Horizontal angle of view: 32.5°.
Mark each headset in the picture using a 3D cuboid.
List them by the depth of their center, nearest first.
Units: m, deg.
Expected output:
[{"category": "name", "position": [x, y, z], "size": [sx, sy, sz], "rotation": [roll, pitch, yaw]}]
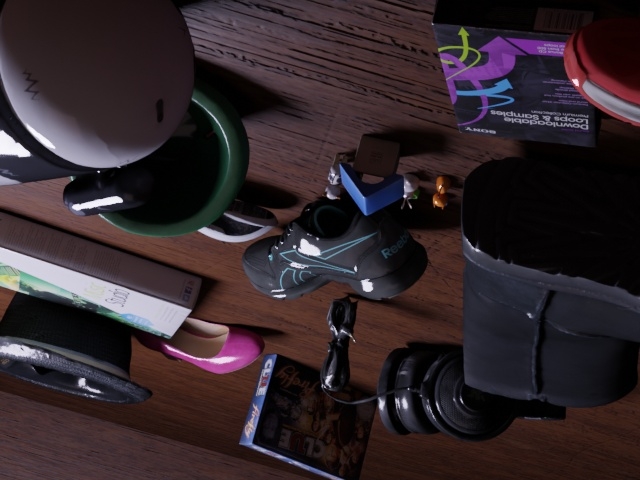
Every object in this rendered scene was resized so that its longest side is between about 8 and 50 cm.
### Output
[{"category": "headset", "position": [0.173, 0.191, 1.572], "size": [0.394, 0.185, 0.243], "rotation": [10, 170, -31]}]

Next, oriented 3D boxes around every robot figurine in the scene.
[{"category": "robot figurine", "position": [-0.225, -0.135, 0.891], "size": [0.278, 0.173, 0.209], "rotation": [-4, 156, 43]}]

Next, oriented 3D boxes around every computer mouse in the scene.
[{"category": "computer mouse", "position": [-0.144, -0.030, 1.241], "size": [0.193, 0.042, 0.106], "rotation": [15, -167, -2]}]

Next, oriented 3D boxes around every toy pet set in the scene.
[{"category": "toy pet set", "position": [0.061, -0.045, 1.064], "size": [0.122, 0.065, 0.114], "rotation": [12, 160, 9]}]

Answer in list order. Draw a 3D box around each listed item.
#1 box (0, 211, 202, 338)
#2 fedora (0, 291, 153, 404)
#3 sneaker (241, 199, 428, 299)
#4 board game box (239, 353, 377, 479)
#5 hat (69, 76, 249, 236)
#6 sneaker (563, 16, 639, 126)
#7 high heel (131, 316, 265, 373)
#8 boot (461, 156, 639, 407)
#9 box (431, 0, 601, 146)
[{"category": "box", "position": [-0.356, 0.058, 1.664], "size": [0.322, 0.058, 0.232], "rotation": [20, 160, -9]}, {"category": "fedora", "position": [-0.427, 0.168, 1.867], "size": [0.334, 0.152, 0.334], "rotation": [12, 163, 4]}, {"category": "sneaker", "position": [0.000, 0.000, 1.229], "size": [0.267, 0.101, 0.106], "rotation": [-4, 130, 45]}, {"category": "board game box", "position": [-0.016, 0.322, 1.958], "size": [0.243, 0.165, 0.042], "rotation": [27, 157, -31]}, {"category": "hat", "position": [-0.157, -0.116, 1.108], "size": [0.173, 0.183, 0.208], "rotation": [20, 121, -12]}, {"category": "sneaker", "position": [0.275, -0.129, 0.688], "size": [0.221, 0.087, 0.128], "rotation": [6, 153, -8]}, {"category": "high heel", "position": [-0.207, 0.153, 1.802], "size": [0.244, 0.082, 0.117], "rotation": [3, 148, 42]}, {"category": "boot", "position": [0.315, 0.095, 1.118], "size": [0.367, 0.146, 0.445], "rotation": [20, 158, 17]}, {"category": "box", "position": [0.154, -0.125, 0.836], "size": [0.116, 0.029, 0.162], "rotation": [9, 160, 19]}]
